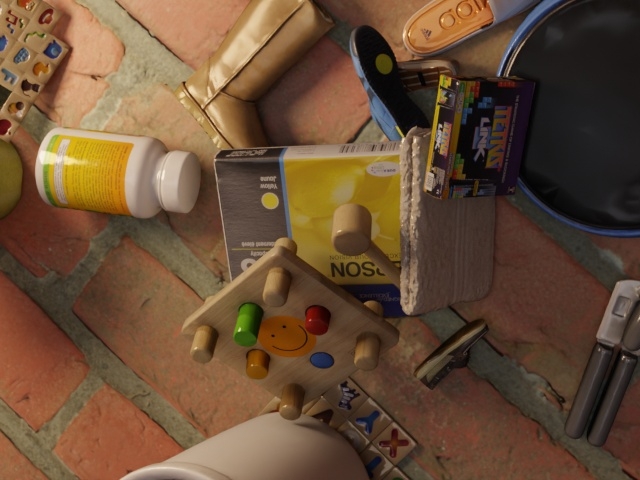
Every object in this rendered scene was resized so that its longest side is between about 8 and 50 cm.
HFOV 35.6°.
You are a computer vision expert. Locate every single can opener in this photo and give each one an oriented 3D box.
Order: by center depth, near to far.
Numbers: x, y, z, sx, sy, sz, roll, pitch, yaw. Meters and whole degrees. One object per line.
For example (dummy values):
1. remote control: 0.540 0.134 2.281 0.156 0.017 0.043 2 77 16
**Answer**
1. can opener: 0.448 0.189 1.530 0.074 0.093 0.280 20 108 9

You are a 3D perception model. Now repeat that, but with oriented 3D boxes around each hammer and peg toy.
1. hammer and peg toy: -0.010 0.121 1.531 0.266 0.127 0.361 37 126 -22

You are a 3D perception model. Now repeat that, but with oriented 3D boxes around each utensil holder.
1. utensil holder: -0.118 0.452 1.529 0.327 0.385 0.328 2 96 23

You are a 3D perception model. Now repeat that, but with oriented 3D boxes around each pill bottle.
1. pill bottle: -0.330 -0.109 1.649 0.245 0.136 0.136 8 101 13

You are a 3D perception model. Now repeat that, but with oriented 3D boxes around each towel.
1. towel: 0.191 -0.034 1.507 0.049 0.187 0.282 13 106 48

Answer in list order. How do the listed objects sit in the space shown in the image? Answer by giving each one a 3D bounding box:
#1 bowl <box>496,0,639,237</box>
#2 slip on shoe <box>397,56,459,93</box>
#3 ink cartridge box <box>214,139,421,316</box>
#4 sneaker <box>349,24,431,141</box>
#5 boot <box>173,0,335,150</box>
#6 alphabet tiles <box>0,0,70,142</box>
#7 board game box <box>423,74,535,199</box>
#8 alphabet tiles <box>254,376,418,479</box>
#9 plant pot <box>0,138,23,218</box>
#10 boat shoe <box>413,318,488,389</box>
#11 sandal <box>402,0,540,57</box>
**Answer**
1. bowl: 0.433 -0.189 1.433 0.391 0.077 0.391 7 106 24
2. slip on shoe: 0.152 -0.263 1.551 0.135 0.041 0.051 -2 126 32
3. ink cartridge box: 0.000 0.000 1.571 0.303 0.072 0.307 -2 112 10
4. sneaker: 0.091 -0.229 1.539 0.069 0.082 0.209 -38 108 -25
5. boot: -0.078 -0.258 1.585 0.269 0.089 0.236 -44 87 16
6. alphabet tiles: -0.544 -0.313 1.661 0.198 0.009 0.237 33 91 -27
7. board game box: 0.225 -0.147 1.418 0.048 0.141 0.170 33 122 54
8. alphabet tiles: -0.008 0.401 1.720 0.285 0.011 0.342 44 107 3
9. plant pot: -0.640 -0.098 1.669 0.276 0.254 0.276 2 99 14
10. boat shoe: 0.218 0.184 1.606 0.049 0.056 0.152 47 117 -2
11. sandal: 0.239 -0.358 1.491 0.265 0.076 0.102 -33 90 17
